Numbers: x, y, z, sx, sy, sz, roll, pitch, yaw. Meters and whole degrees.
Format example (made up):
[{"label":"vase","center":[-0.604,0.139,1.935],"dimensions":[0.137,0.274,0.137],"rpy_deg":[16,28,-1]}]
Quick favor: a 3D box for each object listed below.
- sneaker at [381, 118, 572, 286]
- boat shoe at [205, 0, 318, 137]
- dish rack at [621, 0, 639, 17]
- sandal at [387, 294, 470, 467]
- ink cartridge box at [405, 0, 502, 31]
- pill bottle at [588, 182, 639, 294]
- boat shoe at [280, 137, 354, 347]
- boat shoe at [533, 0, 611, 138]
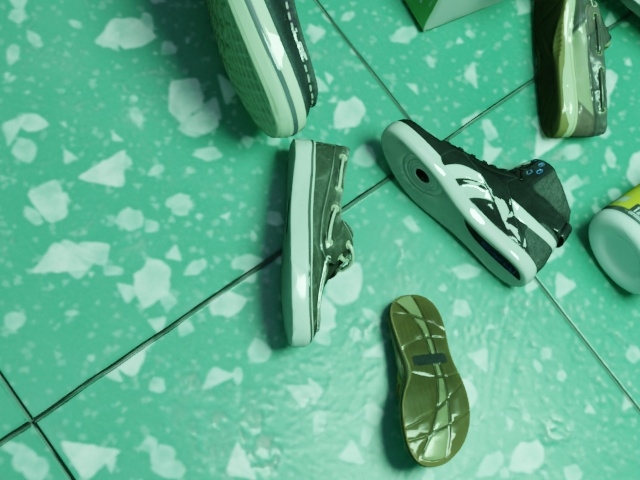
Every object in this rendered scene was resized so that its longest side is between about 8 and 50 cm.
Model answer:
[{"label":"sneaker","center":[0.170,-0.065,1.158],"dimensions":[0.217,0.079,0.121],"rpy_deg":[47,67,-3]},{"label":"boat shoe","center":[-0.060,-0.344,1.144],"dimensions":[0.156,0.187,0.500],"rpy_deg":[-10,69,-8]},{"label":"dish rack","center":[0.494,-0.329,1.288],"dimensions":[0.285,0.072,0.333],"rpy_deg":[36,71,-4]},{"label":"sandal","center":[0.100,0.140,1.093],"dimensions":[0.072,0.049,0.180],"rpy_deg":[0,58,-16]},{"label":"ink cartridge box","center":[0.138,-0.364,1.233],"dimensions":[0.154,0.093,0.212],"rpy_deg":[-24,76,-17]},{"label":"pill bottle","center":[0.381,-0.029,1.167],"dimensions":[0.184,0.103,0.103],"rpy_deg":[-33,81,-18]},{"label":"boat shoe","center":[0.000,0.000,1.099],"dimensions":[0.070,0.078,0.219],"rpy_deg":[6,70,-8]},{"label":"boat shoe","center":[0.284,-0.218,1.226],"dimensions":[0.073,0.080,0.223],"rpy_deg":[6,77,-15]}]
